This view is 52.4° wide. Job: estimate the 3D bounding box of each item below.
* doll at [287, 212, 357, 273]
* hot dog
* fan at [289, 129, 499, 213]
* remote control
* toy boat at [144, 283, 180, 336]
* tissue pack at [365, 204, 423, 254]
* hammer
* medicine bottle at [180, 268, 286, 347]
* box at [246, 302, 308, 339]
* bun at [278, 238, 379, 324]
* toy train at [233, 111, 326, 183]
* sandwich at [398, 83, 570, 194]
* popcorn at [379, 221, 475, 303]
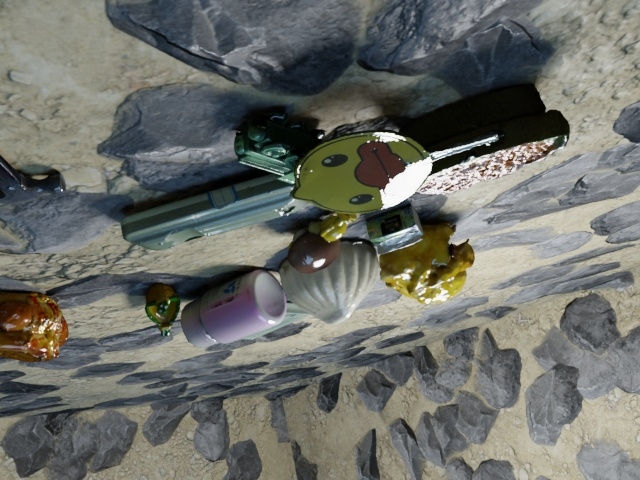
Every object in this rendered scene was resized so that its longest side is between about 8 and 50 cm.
[{"bbox_3d":[0.005,-0.003,1.407,0.188,0.096,0.145,-44,169,10],"label":"doll"},{"bbox_3d":[-0.661,0.199,1.456,0.153,0.150,0.257,-6,161,9],"label":"hot dog"},{"bbox_3d":[0.104,-0.111,0.993,0.335,0.011,0.229,-16,151,17],"label":"fan"},{"bbox_3d":[-0.184,-0.047,1.171,0.335,0.066,0.128,-15,170,8],"label":"remote control"},{"bbox_3d":[-0.393,0.173,1.628,0.088,0.088,0.229,-8,160,-14],"label":"toy boat"},{"bbox_3d":[0.168,-0.019,1.458,0.111,0.079,0.085,-18,159,15],"label":"tissue pack"},{"bbox_3d":[-0.457,-0.118,0.861,0.137,0.037,0.290,-13,161,-5],"label":"hammer"},{"bbox_3d":[-0.224,0.179,1.658,0.254,0.152,0.152,-22,159,28],"label":"medicine bottle"},{"bbox_3d":[-0.189,0.250,2.032,0.270,0.045,0.210,-28,156,36],"label":"box"},{"bbox_3d":[0.033,0.122,1.628,0.263,0.175,0.263,-11,162,-3],"label":"bun"},{"bbox_3d":[-0.061,-0.140,1.005,0.111,0.071,0.170,-18,161,36],"label":"toy train"},{"bbox_3d":[0.267,-0.162,1.097,0.292,0.109,0.212,-22,165,31],"label":"sandwich"},{"bbox_3d":[0.255,0.060,1.573,0.253,0.190,0.191,-13,169,-8],"label":"popcorn"}]
